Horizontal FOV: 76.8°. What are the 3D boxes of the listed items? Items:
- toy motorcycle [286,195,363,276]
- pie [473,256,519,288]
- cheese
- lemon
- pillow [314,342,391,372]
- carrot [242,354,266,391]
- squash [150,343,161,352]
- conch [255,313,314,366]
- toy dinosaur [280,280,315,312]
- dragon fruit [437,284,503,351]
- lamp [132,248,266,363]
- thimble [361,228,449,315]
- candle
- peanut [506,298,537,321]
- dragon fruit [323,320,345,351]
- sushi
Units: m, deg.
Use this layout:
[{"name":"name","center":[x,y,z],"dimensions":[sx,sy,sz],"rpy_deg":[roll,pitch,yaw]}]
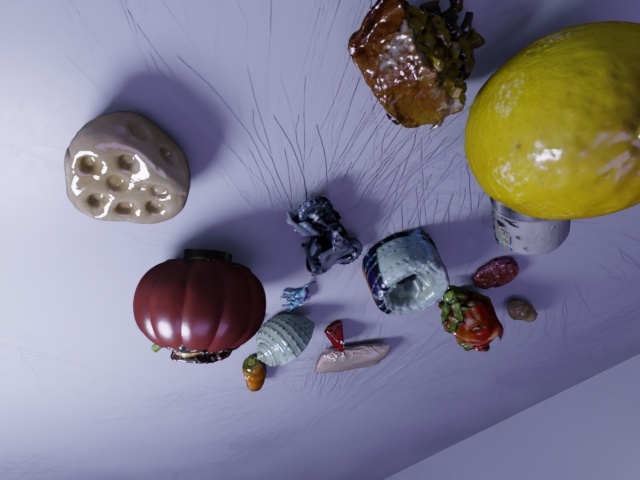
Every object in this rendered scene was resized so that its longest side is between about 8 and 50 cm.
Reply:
[{"name":"toy motorcycle","center":[0.000,0.000,0.997],"dimensions":[0.159,0.106,0.270],"rpy_deg":[-32,139,10]},{"name":"pie","center":[0.575,0.111,1.324],"dimensions":[0.155,0.036,0.154],"rpy_deg":[-7,137,-7]},{"name":"cheese","center":[-0.360,-0.125,0.752],"dimensions":[0.218,0.117,0.235],"rpy_deg":[-15,139,2]},{"name":"lemon","center":[0.451,-0.195,0.692],"dimensions":[0.365,0.363,0.363],"rpy_deg":[-8,137,-7]},{"name":"pillow","center":[0.118,0.446,1.528],"dimensions":[0.271,0.067,0.173],"rpy_deg":[-3,141,-12]},{"name":"carrot","center":[-0.234,0.485,1.461],"dimensions":[0.087,0.087,0.193],"rpy_deg":[-8,138,-8]},{"name":"squash","center":[-0.489,0.316,1.249],"dimensions":[0.083,0.027,0.027],"rpy_deg":[-38,133,21]},{"name":"conch","center":[-0.119,0.291,1.248],"dimensions":[0.131,0.199,0.172],"rpy_deg":[38,150,-9]},{"name":"toy dinosaur","center":[-0.072,0.170,1.201],"dimensions":[0.081,0.045,0.197],"rpy_deg":[4,143,-29]},{"name":"dragon fruit","center":[0.478,0.262,1.341],"dimensions":[0.269,0.198,0.200],"rpy_deg":[18,85,-34]},{"name":"lamp","center":[-0.280,0.152,0.958],"dimensions":[0.304,0.256,0.303],"rpy_deg":[5,172,1]},{"name":"thimble","center":[0.240,0.090,1.125],"dimensions":[0.238,0.150,0.237],"rpy_deg":[-8,136,-8]},{"name":"candle","center":[0.532,-0.063,1.024],"dimensions":[0.188,0.187,0.330],"rpy_deg":[-23,138,9]},{"name":"peanut","center":[0.752,0.267,1.511],"dimensions":[0.175,0.080,0.080],"rpy_deg":[21,127,-36]},{"name":"dragon fruit","center":[0.043,0.337,1.397],"dimensions":[0.063,0.096,0.131],"rpy_deg":[-4,156,-7]},{"name":"sushi","center":[0.173,-0.307,0.689],"dimensions":[0.179,0.166,0.296],"rpy_deg":[-23,132,38]}]
